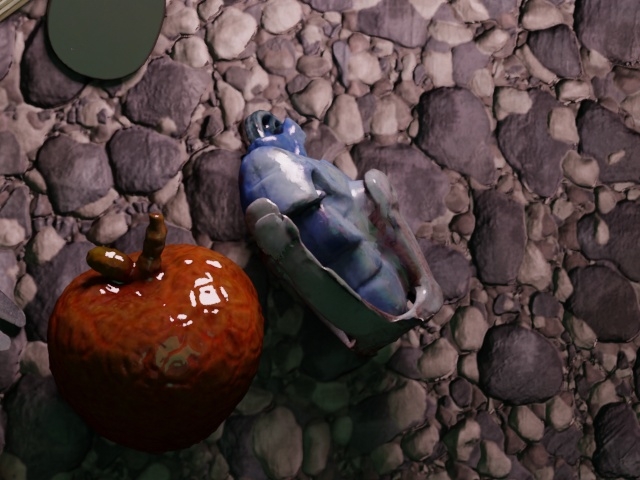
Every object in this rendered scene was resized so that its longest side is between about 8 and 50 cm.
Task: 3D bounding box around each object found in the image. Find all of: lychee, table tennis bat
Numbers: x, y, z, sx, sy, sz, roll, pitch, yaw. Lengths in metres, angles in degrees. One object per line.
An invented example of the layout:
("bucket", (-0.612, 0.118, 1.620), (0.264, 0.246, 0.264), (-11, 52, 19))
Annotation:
("lychee", (-0.188, 0.111, 1.686), (0.255, 0.255, 0.300), (-26, 134, -16))
("table tennis bat", (-0.246, -0.314, 1.751), (0.138, 0.022, 0.246), (15, 90, -19))

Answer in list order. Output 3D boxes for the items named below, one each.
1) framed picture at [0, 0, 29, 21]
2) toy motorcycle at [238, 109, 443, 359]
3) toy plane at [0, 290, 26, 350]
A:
("framed picture", (-0.375, -0.392, 1.688), (0.293, 0.018, 0.231), (-38, 104, -8))
("toy motorcycle", (0.019, -0.015, 1.755), (0.182, 0.241, 0.319), (-43, 105, -5))
("toy plane", (-0.445, 0.011, 1.668), (0.212, 0.088, 0.267), (-14, 97, -41))
